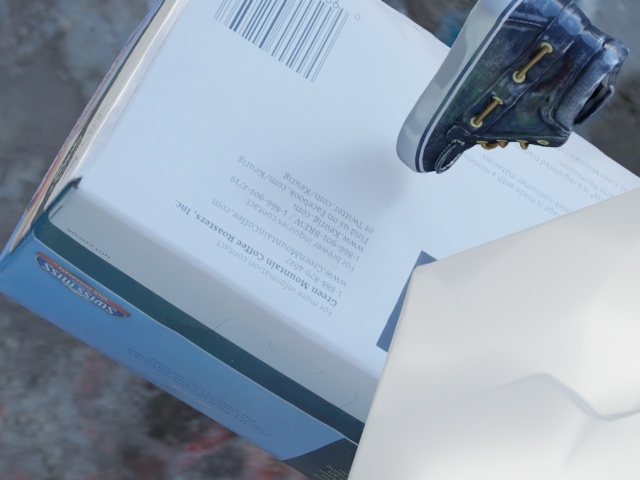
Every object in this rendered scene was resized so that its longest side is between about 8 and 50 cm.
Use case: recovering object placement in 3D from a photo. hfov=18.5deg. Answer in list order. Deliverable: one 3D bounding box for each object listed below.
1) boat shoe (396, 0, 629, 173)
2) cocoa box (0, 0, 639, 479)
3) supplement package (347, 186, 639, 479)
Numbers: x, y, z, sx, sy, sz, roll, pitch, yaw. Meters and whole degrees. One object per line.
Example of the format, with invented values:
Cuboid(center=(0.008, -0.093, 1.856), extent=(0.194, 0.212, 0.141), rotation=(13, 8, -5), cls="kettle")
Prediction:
Cuboid(center=(0.104, -0.074, 1.101), extent=(0.083, 0.183, 0.065), rotation=(41, 59, 8), cls="boat shoe")
Cuboid(center=(0.000, 0.000, 1.292), extent=(0.347, 0.228, 0.231), rotation=(32, 65, -11), cls="cocoa box")
Cuboid(center=(0.145, 0.087, 0.570), extent=(0.262, 0.145, 0.204), rotation=(-21, 35, 38), cls="supplement package")
